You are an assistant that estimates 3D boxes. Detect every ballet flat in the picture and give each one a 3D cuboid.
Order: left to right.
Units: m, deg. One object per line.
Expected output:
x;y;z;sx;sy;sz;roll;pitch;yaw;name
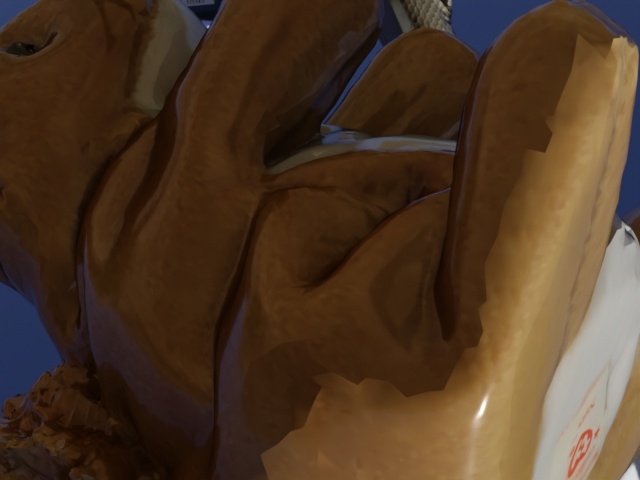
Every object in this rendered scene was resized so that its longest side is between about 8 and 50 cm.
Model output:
0.106;-0.088;1.013;0.058;0.250;0.084;-26;-175;-16;ballet flat

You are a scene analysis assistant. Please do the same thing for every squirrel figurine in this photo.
-0.063;0.052;0.637;0.370;0.281;0.397;22;-87;26;squirrel figurine

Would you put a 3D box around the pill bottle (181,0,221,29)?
-0.120;-0.238;1.226;0.219;0.123;0.123;-5;-141;2;pill bottle

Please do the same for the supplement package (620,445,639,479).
0.147;0.158;1.011;0.179;0.105;0.105;26;-124;33;supplement package
